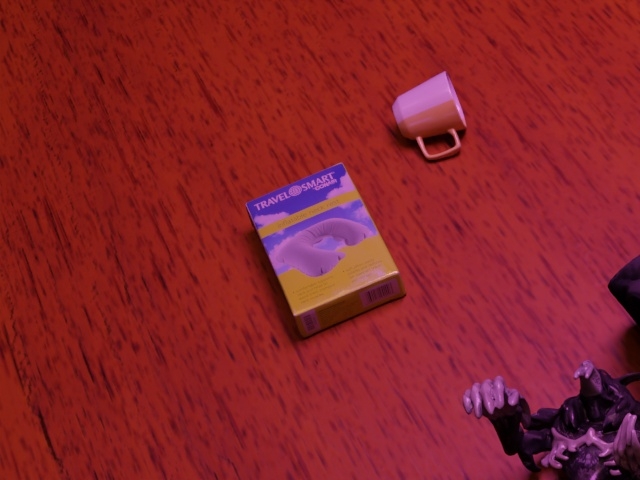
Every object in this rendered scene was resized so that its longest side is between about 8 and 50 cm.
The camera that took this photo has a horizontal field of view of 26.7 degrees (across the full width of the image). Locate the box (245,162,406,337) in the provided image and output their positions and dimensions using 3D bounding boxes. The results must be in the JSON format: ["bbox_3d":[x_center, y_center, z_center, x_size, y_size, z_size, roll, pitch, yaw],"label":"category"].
[{"bbox_3d":[0.000,0.000,1.302,0.109,0.042,0.178,-23,49,-3],"label":"box"}]

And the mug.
[{"bbox_3d":[0.109,-0.127,1.367,0.064,0.062,0.078,-20,41,11],"label":"mug"}]

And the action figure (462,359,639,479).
[{"bbox_3d":[0.193,0.171,1.023,0.164,0.141,0.275,3,42,27],"label":"action figure"}]

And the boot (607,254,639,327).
[{"bbox_3d":[0.436,-0.067,1.133,0.146,0.367,0.445,42,94,12],"label":"boot"}]
